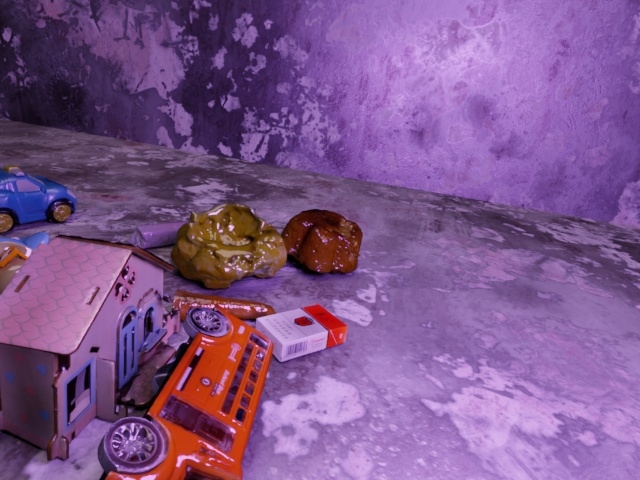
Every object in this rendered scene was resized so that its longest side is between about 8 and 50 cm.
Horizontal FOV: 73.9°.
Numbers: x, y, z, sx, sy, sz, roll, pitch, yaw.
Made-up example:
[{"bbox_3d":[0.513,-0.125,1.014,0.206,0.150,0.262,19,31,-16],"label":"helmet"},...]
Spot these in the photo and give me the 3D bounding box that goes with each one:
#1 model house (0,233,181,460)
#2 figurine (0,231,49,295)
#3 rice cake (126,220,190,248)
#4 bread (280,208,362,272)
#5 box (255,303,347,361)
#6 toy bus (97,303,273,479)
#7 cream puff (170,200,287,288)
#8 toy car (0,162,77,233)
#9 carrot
[{"bbox_3d":[-0.315,0.108,0.635,0.169,0.244,0.326,8,19,7],"label":"model house"},{"bbox_3d":[-0.633,0.064,0.812,0.262,0.153,0.180,-2,24,24],"label":"figurine"},{"bbox_3d":[-0.378,-0.030,1.262,0.365,0.056,0.073,-9,24,-40],"label":"rice cake"},{"bbox_3d":[0.013,0.004,1.202,0.232,0.135,0.247,31,25,20],"label":"bread"},{"bbox_3d":[-0.037,0.177,0.835,0.152,0.048,0.100,-10,28,-35],"label":"box"},{"bbox_3d":[-0.158,0.221,0.514,0.153,0.143,0.329,31,17,-6],"label":"toy bus"},{"bbox_3d":[-0.222,0.000,1.053,0.282,0.185,0.282,6,16,-2],"label":"cream puff"},{"bbox_3d":[-0.857,-0.131,1.203,0.198,0.165,0.314,22,23,25],"label":"toy car"},{"bbox_3d":[-0.194,0.140,0.869,0.210,0.061,0.061,7,19,-16],"label":"carrot"}]
